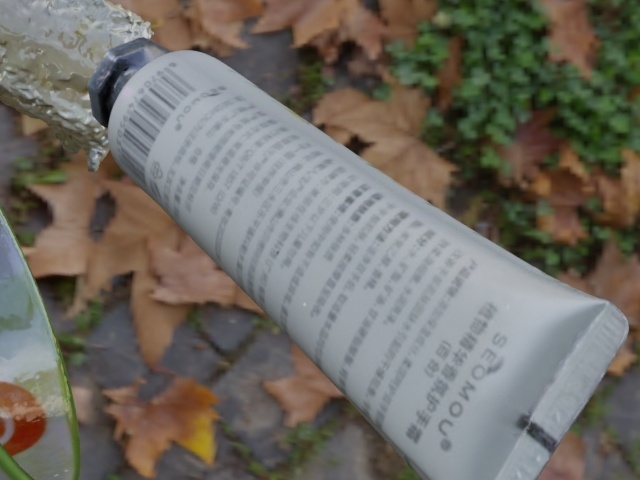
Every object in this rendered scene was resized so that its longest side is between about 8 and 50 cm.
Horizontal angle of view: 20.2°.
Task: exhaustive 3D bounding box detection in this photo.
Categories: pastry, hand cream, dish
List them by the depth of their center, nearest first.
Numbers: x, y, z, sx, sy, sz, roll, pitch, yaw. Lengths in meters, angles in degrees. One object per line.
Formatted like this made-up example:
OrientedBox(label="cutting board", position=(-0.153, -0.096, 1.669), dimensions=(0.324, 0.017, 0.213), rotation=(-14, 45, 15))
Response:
OrientedBox(label="hand cream", position=(0.000, 0.000, 0.477), dimensions=(0.042, 0.194, 0.067), rotation=(26, 101, -50))
OrientedBox(label="dish", position=(-0.282, 0.045, 1.186), dimensions=(0.124, 0.324, 0.324), rotation=(-23, 105, 3))
OrientedBox(label="pastry", position=(-0.248, -0.166, 1.322), dimensions=(0.258, 0.089, 0.121), rotation=(30, 68, -12))
